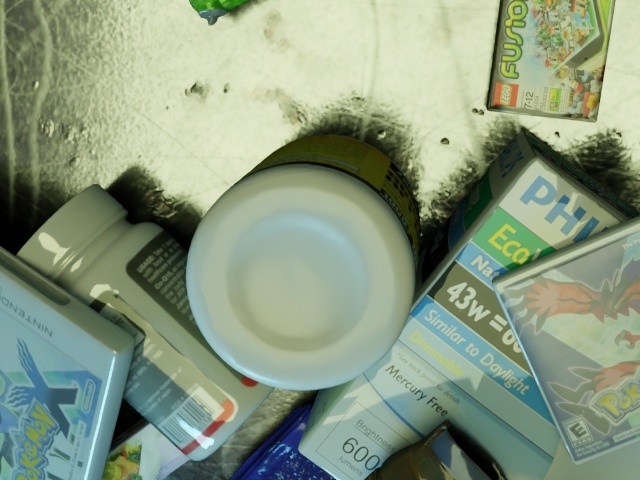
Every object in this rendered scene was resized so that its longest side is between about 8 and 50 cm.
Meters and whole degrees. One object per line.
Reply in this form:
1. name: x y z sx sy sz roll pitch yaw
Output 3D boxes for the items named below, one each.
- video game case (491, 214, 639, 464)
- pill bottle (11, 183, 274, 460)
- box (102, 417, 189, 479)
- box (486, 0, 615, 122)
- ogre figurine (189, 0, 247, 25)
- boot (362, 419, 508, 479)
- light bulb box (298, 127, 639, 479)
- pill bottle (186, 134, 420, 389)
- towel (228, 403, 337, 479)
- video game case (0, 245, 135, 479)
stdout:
1. video game case: 0.276 0.077 0.893 0.201 0.023 0.183 -24 98 11
2. pill bottle: -0.181 0.083 1.106 0.283 0.161 0.161 44 103 -3
3. box: -0.275 0.300 1.214 0.324 0.067 0.063 -37 95 13
4. box: 0.238 -0.229 1.055 0.114 0.036 0.207 6 103 5
5. ogre figurine: -0.124 -0.307 1.050 0.197 0.097 0.118 43 92 -15
6. boot: 0.146 0.260 0.919 0.219 0.082 0.106 41 108 -1
7. light bulb box: 0.233 0.141 1.040 0.358 0.225 0.361 36 105 -2
8. pill bottle: 0.000 0.000 0.979 0.187 0.334 0.188 1 103 6
9. towel: 0.035 0.347 1.191 0.308 0.076 0.228 41 110 -4
10. video game case: -0.348 0.153 1.108 0.300 0.036 0.329 31 126 17
